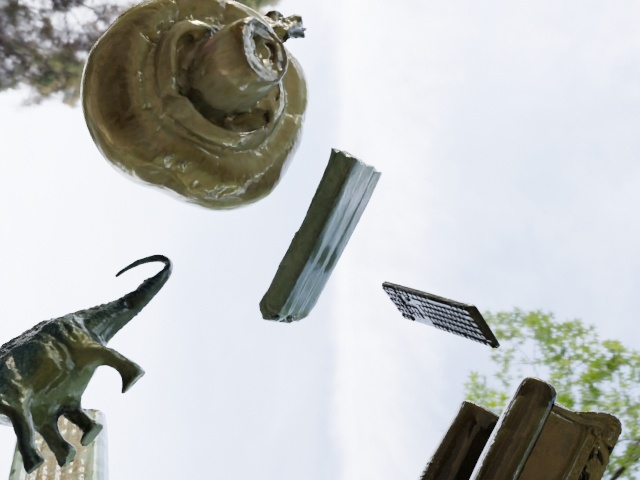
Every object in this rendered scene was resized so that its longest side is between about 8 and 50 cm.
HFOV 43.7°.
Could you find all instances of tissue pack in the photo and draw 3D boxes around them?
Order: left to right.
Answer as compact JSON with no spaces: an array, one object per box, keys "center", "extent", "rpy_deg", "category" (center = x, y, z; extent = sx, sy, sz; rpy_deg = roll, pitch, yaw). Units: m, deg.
[{"center":[-0.330,0.369,0.988],"extent":[0.311,0.128,0.227],"rpy_deg":[-143,-122,-71],"category":"tissue pack"}]

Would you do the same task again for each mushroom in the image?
[{"center":[-0.117,-0.158,0.877],"extent":[0.234,0.260,0.253],"rpy_deg":[-13,-68,58],"category":"mushroom"}]

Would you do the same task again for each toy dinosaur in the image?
[{"center":[-0.244,0.119,0.724],"extent":[0.147,0.363,0.076],"rpy_deg":[45,-43,14],"category":"toy dinosaur"}]

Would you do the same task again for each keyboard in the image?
[{"center":[0.135,0.084,0.937],"extent":[0.013,0.061,0.204],"rpy_deg":[-41,-162,-15],"category":"keyboard"}]

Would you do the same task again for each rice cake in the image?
[{"center":[0.000,0.000,0.922],"extent":[0.038,0.124,0.211],"rpy_deg":[26,-86,19],"category":"rice cake"}]

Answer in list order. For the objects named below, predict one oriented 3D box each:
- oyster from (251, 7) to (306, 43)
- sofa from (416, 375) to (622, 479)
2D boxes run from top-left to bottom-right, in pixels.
[{"center":[-0.149,-0.265,1.086],"extent":[0.260,0.198,0.092],"rpy_deg":[-20,-67,5],"category":"oyster"},{"center":[0.192,0.260,0.935],"extent":[0.182,0.258,0.200],"rpy_deg":[34,-110,3],"category":"sofa"}]
